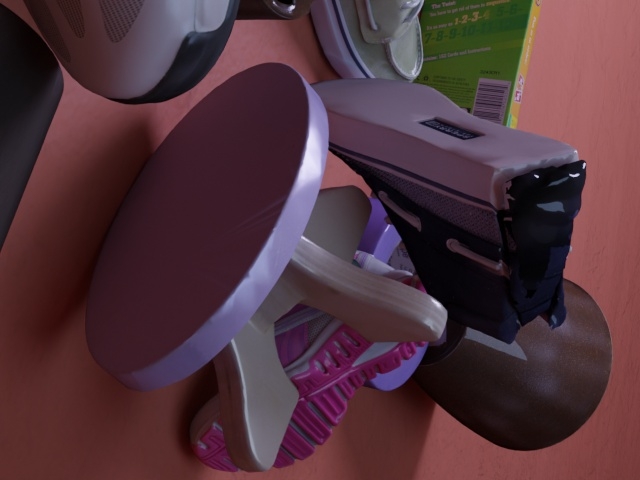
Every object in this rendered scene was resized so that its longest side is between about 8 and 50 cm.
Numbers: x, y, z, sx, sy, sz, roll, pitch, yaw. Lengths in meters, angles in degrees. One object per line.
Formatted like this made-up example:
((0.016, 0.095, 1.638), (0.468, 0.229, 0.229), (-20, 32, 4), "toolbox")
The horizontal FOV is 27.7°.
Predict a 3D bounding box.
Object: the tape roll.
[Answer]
((0.050, 0.052, 1.307), (0.189, 0.080, 0.189), (-27, 121, -57), "tape roll")

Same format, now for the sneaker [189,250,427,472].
((-0.018, 0.104, 1.157), (0.252, 0.111, 0.103), (-37, 132, -12), "sneaker")

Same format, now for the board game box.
((0.170, -0.244, 1.384), (0.039, 0.124, 0.259), (14, 86, -63), "board game box")

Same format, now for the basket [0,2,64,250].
((-0.239, -0.019, 0.687), (0.204, 0.154, 0.227), (77, 30, -60), "basket")

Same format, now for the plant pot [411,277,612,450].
((0.180, 0.114, 1.467), (0.230, 0.215, 0.215), (23, 78, -48), "plant pot")

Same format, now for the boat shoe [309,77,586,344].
((0.085, -0.033, 1.109), (0.127, 0.340, 0.158), (-12, 115, -26), "boat shoe")

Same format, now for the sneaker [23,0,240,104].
((-0.211, -0.255, 0.601), (0.257, 0.169, 0.447), (-28, 101, -48), "sneaker")

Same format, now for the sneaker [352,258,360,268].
((0.000, 0.000, 1.117), (0.038, 0.098, 0.069), (31, 68, -43), "sneaker")

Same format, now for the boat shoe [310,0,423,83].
((0.046, -0.234, 1.190), (0.109, 0.094, 0.302), (-67, 149, -23), "boat shoe")

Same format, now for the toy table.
((-0.045, 0.022, 0.979), (0.161, 0.252, 0.274), (48, 63, -37), "toy table")

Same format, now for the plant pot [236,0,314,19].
((-0.084, -0.219, 0.884), (0.167, 0.165, 0.167), (-27, 122, -57), "plant pot")
